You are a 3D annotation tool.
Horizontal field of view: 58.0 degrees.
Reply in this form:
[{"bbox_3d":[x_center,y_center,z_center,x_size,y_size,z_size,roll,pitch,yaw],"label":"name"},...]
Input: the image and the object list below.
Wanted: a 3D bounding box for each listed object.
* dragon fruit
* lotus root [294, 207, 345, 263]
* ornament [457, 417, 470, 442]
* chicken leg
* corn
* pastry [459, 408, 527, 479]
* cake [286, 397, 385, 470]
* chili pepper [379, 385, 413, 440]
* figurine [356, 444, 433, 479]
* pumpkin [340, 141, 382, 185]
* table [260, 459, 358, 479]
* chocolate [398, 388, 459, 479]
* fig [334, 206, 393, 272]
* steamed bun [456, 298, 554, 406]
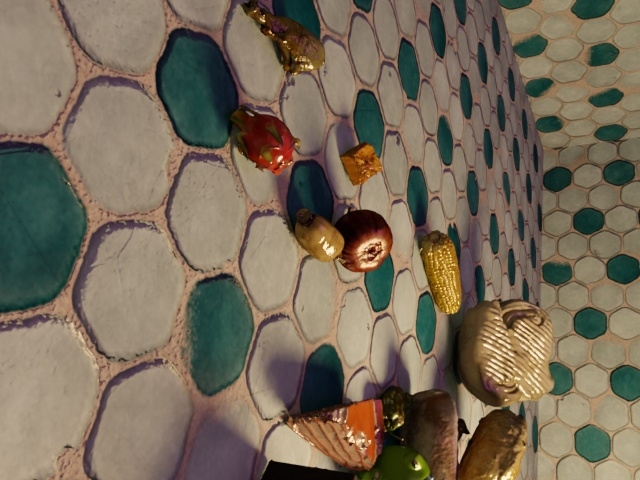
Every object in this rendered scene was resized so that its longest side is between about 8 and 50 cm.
[{"bbox_3d":[-0.089,-0.158,0.892,0.116,0.081,0.086,50,41,-2],"label":"dragon fruit"},{"bbox_3d":[0.000,0.000,1.033,0.152,0.072,0.063,46,38,-40],"label":"lotus root"},{"bbox_3d":[0.343,0.578,1.559,0.088,0.081,0.203,62,38,-35],"label":"ornament"},{"bbox_3d":[-0.062,-0.341,0.979,0.178,0.070,0.093,30,67,-48],"label":"chicken leg"},{"bbox_3d":[0.340,0.091,1.605,0.091,0.091,0.260,-60,141,-48],"label":"corn"},{"bbox_3d":[0.458,0.602,1.570,0.329,0.137,0.329,-56,159,-33],"label":"pastry"},{"bbox_3d":[0.039,0.343,1.034,0.287,0.098,0.135,33,59,-55],"label":"cake"},{"bbox_3d":[0.152,0.373,1.260,0.072,0.073,0.204,68,18,4],"label":"chili pepper"},{"bbox_3d":[0.151,0.514,1.170,0.143,0.162,0.263,-110,-174,-46],"label":"figurine"},{"bbox_3d":[0.085,-0.163,1.223,0.083,0.054,0.074,-37,109,-39],"label":"pumpkin"},{"bbox_3d":[-0.014,0.465,0.851,0.193,0.173,0.169,-59,135,-45],"label":"table"},{"bbox_3d":[0.238,0.496,1.330,0.101,0.185,0.303,8,75,-17],"label":"chocolate"},{"bbox_3d":[0.074,-0.014,1.130,0.128,0.128,0.150,5,55,-60],"label":"fig"},{"bbox_3d":[0.546,0.350,1.797,0.310,0.219,0.324,6,74,-22],"label":"steamed bun"}]
